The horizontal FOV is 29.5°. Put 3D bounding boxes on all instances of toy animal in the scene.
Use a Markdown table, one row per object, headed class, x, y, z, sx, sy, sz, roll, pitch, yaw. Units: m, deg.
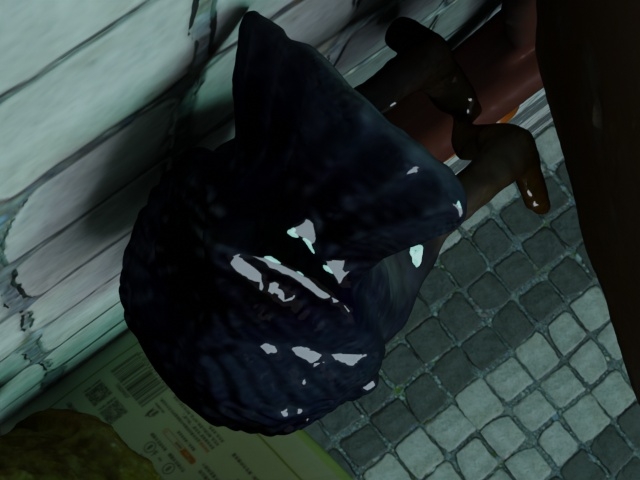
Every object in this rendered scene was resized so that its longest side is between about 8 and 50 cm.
| class | x | y | z | sx | sy | sz | roll | pitch | yaw |
| --- | --- | --- | --- | --- | --- | --- | --- | --- | --- |
| toy animal | 0.000 | 0.000 | 0.495 | 0.185 | 0.122 | 0.298 | -38 | 174 | 2 |

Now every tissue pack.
| class | x | y | z | sx | sy | sz | roll | pitch | yaw |
| --- | --- | --- | --- | --- | --- | --- | --- | --- | --- |
| tissue pack | -0.084 | 0.172 | 0.801 | 0.159 | 0.234 | 0.125 | -37 | 137 | -17 |

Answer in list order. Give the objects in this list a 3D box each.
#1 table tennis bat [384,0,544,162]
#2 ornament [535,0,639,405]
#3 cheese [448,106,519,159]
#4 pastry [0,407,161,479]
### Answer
| class | x | y | z | sx | sy | sz | roll | pitch | yaw |
| --- | --- | --- | --- | --- | --- | --- | --- | --- | --- |
| table tennis bat | 0.183 | -0.165 | 0.631 | 0.414 | 0.051 | 0.268 | -39 | 167 | 37 |
| ornament | 0.206 | -0.061 | 0.439 | 0.217 | 0.221 | 0.235 | -11 | -176 | 2 |
| cheese | 0.121 | -0.096 | 0.840 | 0.256 | 0.037 | 0.106 | -30 | -173 | 32 |
| pastry | -0.153 | 0.185 | 0.650 | 0.103 | 0.189 | 0.188 | -14 | 159 | -47 |
